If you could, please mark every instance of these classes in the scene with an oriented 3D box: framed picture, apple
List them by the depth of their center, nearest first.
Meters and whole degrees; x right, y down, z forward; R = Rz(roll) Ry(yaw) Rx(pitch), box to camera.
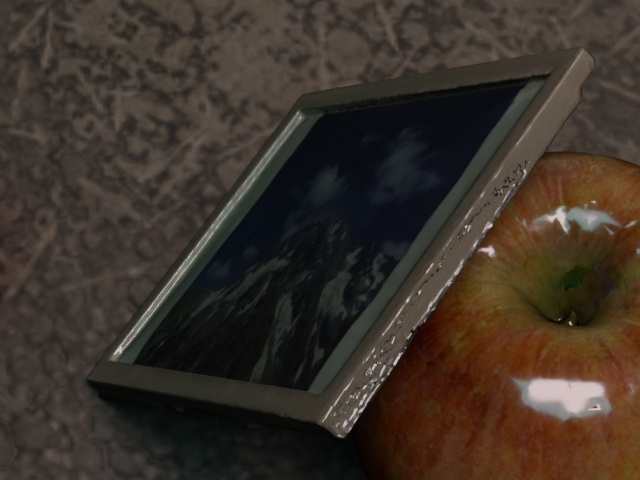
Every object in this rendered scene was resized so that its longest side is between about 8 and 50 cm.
[{"bbox_3d":[0.000,0.000,0.888,0.019,0.281,0.209,42,71,-20],"label":"framed picture"},{"bbox_3d":[0.112,0.066,0.892,0.211,0.188,0.211,-1,61,3],"label":"apple"}]
